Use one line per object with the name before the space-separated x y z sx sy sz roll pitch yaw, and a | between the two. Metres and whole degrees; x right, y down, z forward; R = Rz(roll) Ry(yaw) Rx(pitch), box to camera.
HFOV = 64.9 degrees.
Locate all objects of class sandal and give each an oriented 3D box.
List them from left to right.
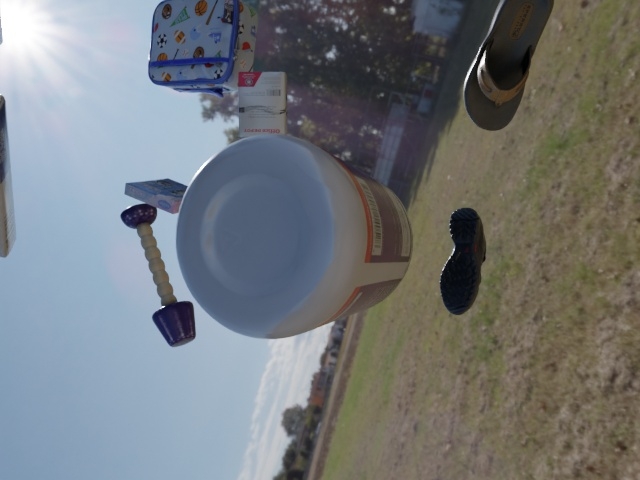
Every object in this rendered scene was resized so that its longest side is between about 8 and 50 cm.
sandal | 0.260 -0.240 0.695 0.219 0.090 0.060 101 178 -49

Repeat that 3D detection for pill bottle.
pill bottle | 0.000 0.000 0.568 0.323 0.181 0.181 5 -80 -70

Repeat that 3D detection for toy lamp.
toy lamp | -0.299 0.064 0.943 0.080 0.080 0.275 91 157 -72

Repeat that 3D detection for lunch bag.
lunch bag | -0.299 -0.489 1.276 0.115 0.303 0.243 6 -87 -61

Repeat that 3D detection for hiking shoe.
hiking shoe | 0.321 0.049 1.080 0.114 0.086 0.227 14 -95 -51

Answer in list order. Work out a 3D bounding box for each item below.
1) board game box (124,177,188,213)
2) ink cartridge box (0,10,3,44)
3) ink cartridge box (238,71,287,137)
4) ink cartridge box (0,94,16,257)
board game box | -0.221 -0.067 0.739 0.090 0.090 0.020 -26 -46 -63
ink cartridge box | -0.431 -0.248 0.463 0.278 0.201 0.117 -139 52 -59
ink cartridge box | -0.134 -0.315 1.186 0.063 0.109 0.150 -80 -9 -81
ink cartridge box | -0.667 -0.119 0.777 0.324 0.330 0.071 119 153 -44
